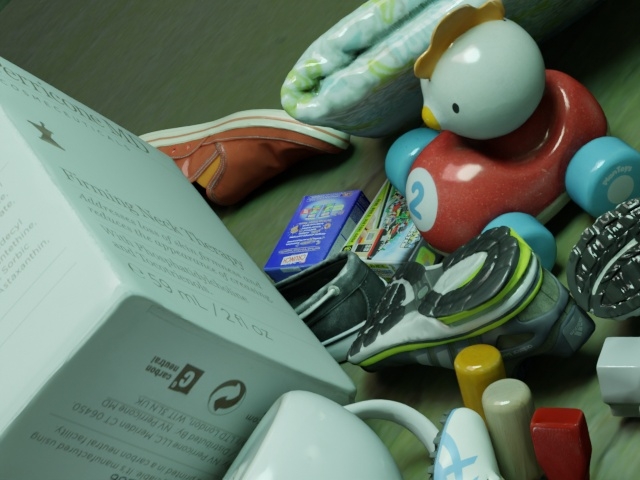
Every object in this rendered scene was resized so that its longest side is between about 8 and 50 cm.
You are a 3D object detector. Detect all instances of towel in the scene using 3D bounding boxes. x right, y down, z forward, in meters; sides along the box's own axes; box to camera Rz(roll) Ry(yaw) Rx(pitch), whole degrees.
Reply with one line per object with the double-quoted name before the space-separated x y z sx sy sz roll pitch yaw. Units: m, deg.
"towel" 0.151 -0.232 1.544 0.374 0.090 0.320 -35 -10 13

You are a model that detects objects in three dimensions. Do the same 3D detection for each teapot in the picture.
"teapot" -0.003 0.252 1.186 0.256 0.187 0.252 -58 2 4

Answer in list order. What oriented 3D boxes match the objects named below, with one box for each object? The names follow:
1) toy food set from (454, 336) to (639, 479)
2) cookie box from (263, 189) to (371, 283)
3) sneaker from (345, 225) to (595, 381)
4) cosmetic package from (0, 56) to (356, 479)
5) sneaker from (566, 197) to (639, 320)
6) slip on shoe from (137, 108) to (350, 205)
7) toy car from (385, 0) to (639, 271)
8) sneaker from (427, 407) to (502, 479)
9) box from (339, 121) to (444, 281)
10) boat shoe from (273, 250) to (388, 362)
"toy food set" 0.216 0.150 1.174 0.232 0.104 0.111 -2 32 24
"cookie box" 0.000 0.000 1.638 0.092 0.040 0.107 -5 46 46
"sneaker" 0.123 0.083 1.329 0.111 0.121 0.300 -57 14 -22
"cosmetic package" -0.252 0.091 1.378 0.327 0.329 0.393 -49 50 10
"sneaker" 0.327 -0.027 1.212 0.271 0.108 0.100 -34 67 22
"slip on shoe" -0.100 -0.093 1.829 0.331 0.123 0.101 -9 75 36
"toy car" 0.143 -0.116 1.387 0.210 0.238 0.219 -39 40 -2
"sneaker" 0.132 0.232 1.114 0.086 0.085 0.237 -17 56 17
"box" 0.111 -0.046 1.573 0.114 0.036 0.207 1 51 49
"boat shoe" -0.071 0.097 1.530 0.306 0.105 0.113 -22 35 30
